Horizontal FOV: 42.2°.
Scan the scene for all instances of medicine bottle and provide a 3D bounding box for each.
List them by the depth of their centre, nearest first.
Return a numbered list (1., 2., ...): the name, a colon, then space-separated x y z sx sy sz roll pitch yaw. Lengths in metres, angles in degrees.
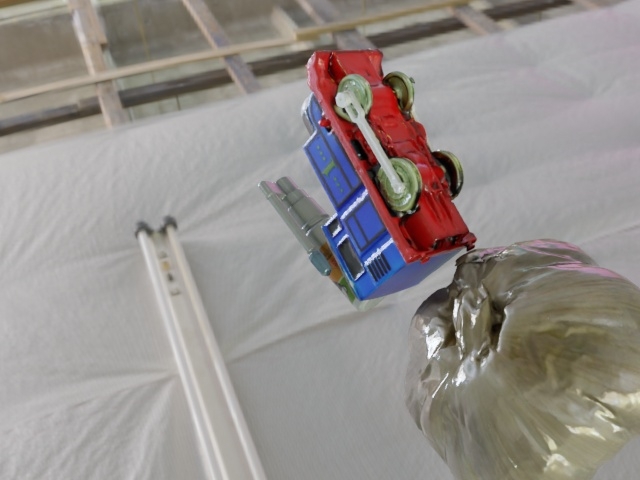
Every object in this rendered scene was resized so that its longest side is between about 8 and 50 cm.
1. medicine bottle: 0.000 0.000 1.127 0.220 0.061 0.092 49 -156 21

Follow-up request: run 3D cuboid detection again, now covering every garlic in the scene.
1. garlic: 0.160 0.099 0.676 0.152 0.228 0.228 22 -164 -42

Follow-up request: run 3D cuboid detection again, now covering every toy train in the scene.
1. toy train: 0.047 -0.060 0.729 0.083 0.131 0.204 -12 -112 -38
